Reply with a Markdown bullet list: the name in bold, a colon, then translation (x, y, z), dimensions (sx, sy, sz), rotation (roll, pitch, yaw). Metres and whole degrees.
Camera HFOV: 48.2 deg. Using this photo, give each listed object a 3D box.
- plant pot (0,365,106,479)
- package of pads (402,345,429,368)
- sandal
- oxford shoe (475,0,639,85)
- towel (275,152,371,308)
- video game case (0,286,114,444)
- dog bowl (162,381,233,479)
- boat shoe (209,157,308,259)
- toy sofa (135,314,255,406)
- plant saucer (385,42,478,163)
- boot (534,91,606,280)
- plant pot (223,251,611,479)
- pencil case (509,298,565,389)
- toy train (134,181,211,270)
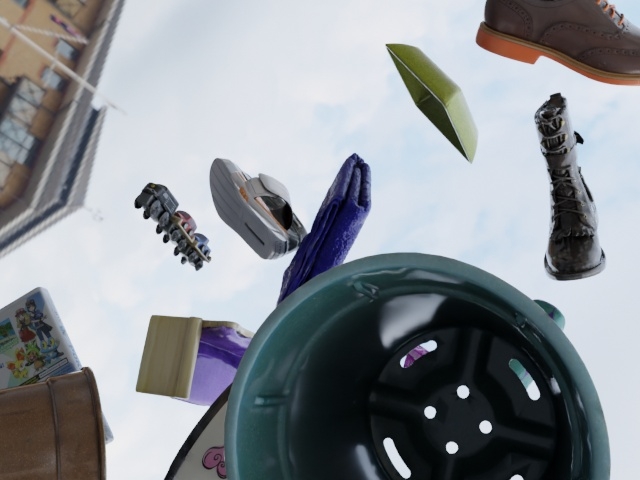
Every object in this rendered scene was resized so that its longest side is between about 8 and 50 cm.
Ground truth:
- **plant pot**: translation (-0.307, 0.215, 0.700), dimensions (0.167, 0.165, 0.167), rotation (6, -83, 62)
- **package of pads**: translation (0.203, 0.263, 1.517), dimensions (0.050, 0.032, 0.083), rotation (31, -54, 32)
- **sandal**: translation (-0.108, -0.094, 1.399), dimensions (0.076, 0.102, 0.265), rotation (-40, -145, 0)
- **oxford shoe**: translation (0.330, -0.255, 0.860), dimensions (0.097, 0.271, 0.098), rotation (-65, 166, -55)
- **towel**: translation (0.000, 0.000, 1.370), dimensions (0.228, 0.076, 0.308), rotation (-86, -159, -59)
- **video game case**: translation (-0.554, 0.288, 1.218), dimensions (0.329, 0.036, 0.300), rotation (-31, -106, 2)
- **dog bowl**: translation (-0.068, 0.370, 1.109), dimensions (0.150, 0.408, 0.408), rotation (29, -98, 26)
- **boat shoe**: translation (-0.144, -0.071, 1.614), dimensions (0.335, 0.119, 0.121), rotation (52, -46, 36)
- **toy sofa**: translation (-0.184, 0.262, 1.426), dimensions (0.177, 0.362, 0.150), rotation (2, -108, 24)
- **plant saucer**: translation (0.203, -0.246, 1.230), dimensions (0.045, 0.188, 0.188), rotation (-38, -126, 5)
- **boot**: translation (0.362, -0.087, 1.079), dimensions (0.091, 0.229, 0.263), rotation (-10, -153, 23)
- **plant pot**: translation (0.122, 0.205, 0.771), dimensions (0.341, 0.334, 0.341), rotation (-3, -100, 19)
- **pencil case**: translation (0.296, 0.161, 1.045), dimensions (0.070, 0.064, 0.152), rotation (7, -131, 52)
- **toy train**: translation (-0.141, -0.012, 0.709), dimensions (0.027, 0.158, 0.036), rotation (22, -110, 19)
